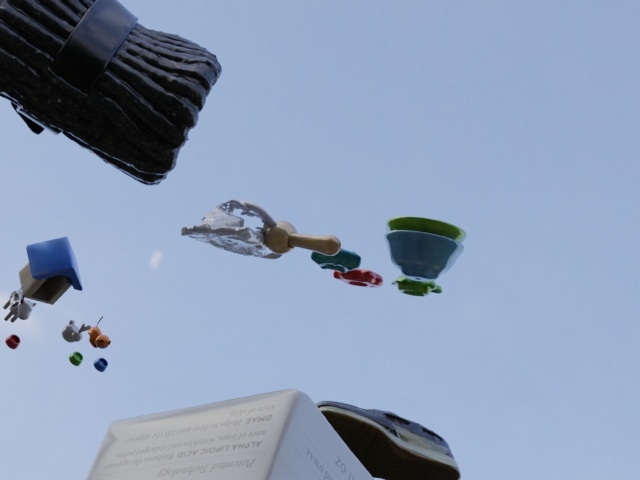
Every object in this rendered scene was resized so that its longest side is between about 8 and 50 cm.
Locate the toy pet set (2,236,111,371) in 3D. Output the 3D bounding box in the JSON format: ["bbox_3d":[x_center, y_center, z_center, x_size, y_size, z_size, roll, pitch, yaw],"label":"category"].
[{"bbox_3d":[-0.260,0.060,1.868,0.122,0.114,0.065,18,-49,-39],"label":"toy pet set"}]

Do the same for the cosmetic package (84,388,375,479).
[{"bbox_3d":[-0.058,0.210,1.067,0.151,0.183,0.151,-13,-50,33],"label":"cosmetic package"}]

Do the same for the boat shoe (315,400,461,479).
[{"bbox_3d":[0.048,0.167,1.518,0.152,0.049,0.056,29,-61,-28],"label":"boat shoe"}]

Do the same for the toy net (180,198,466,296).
[{"bbox_3d":[0.000,0.000,1.525,0.232,0.045,0.122,11,-12,-6],"label":"toy net"}]

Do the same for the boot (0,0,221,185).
[{"bbox_3d":[-0.203,-0.196,1.475,0.260,0.348,0.131,21,-50,-11],"label":"boot"}]
